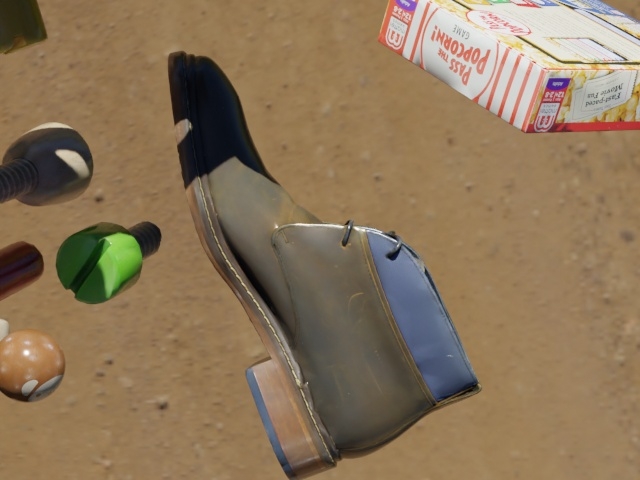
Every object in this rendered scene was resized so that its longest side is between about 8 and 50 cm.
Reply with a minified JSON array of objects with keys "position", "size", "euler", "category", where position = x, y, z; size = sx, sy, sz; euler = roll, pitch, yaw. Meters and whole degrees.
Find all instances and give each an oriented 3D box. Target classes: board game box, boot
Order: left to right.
[{"position":[0.000,0.000,0.699],"size":[0.106,0.082,0.219],"euler":[-18,97,4],"category":"boot"},{"position":[0.158,-0.123,0.949],"size":[0.194,0.147,0.045],"euler":[-5,122,-39],"category":"board game box"}]

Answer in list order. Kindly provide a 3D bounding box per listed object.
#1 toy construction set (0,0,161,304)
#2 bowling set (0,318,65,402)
[{"position":[-0.162,-0.089,0.578],"size":[0.237,0.258,0.308],"euler":[-36,136,-63],"category":"toy construction set"},{"position":[-0.298,0.121,1.034],"size":[0.287,0.200,0.154],"euler":[23,79,-66],"category":"bowling set"}]
